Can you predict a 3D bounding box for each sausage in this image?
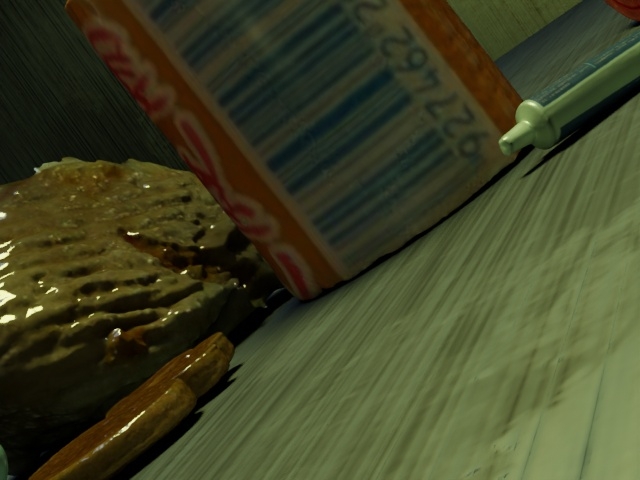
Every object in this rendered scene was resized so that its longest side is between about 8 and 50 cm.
[{"bbox_3d":[-0.012,-0.129,0.826,0.233,0.287,0.233,-39,6,5],"label":"sausage"}]

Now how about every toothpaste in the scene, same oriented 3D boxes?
[{"bbox_3d":[0.190,-0.109,0.709,0.197,0.035,0.057,-34,10,-17],"label":"toothpaste"}]

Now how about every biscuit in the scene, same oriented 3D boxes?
[{"bbox_3d":[-0.112,0.113,0.682,0.124,0.026,0.175,-31,7,37],"label":"biscuit"}]

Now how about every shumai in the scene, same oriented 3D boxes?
[{"bbox_3d":[-0.199,0.102,0.935,0.346,0.217,0.283,-25,-36,-46],"label":"shumai"}]

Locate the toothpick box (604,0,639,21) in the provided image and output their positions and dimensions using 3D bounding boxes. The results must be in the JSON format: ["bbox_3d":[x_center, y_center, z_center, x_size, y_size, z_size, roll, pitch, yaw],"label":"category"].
[{"bbox_3d":[0.395,-0.388,1.061,0.333,0.204,0.204,-35,4,2],"label":"toothpick box"}]

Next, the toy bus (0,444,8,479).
[{"bbox_3d":[-0.321,0.125,0.671,0.232,0.288,0.194,-19,-10,-33],"label":"toy bus"}]
